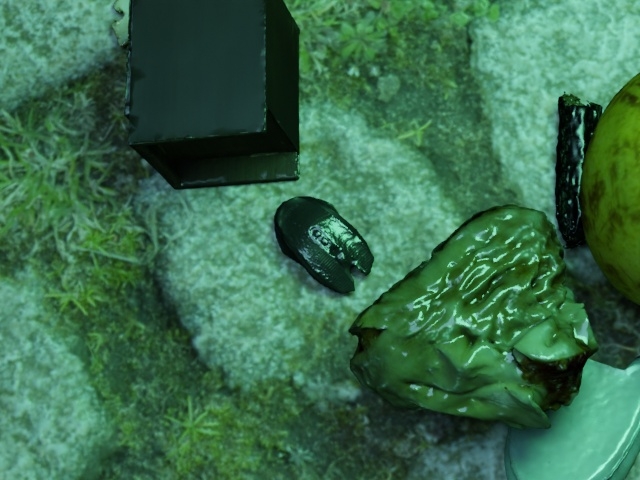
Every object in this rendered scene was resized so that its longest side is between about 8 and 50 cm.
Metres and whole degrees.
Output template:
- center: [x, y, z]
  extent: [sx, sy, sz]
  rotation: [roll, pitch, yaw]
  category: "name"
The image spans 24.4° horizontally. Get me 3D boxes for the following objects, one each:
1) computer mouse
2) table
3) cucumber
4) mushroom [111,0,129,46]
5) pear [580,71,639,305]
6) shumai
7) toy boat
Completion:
- center: [0.000, 0.000, 1.653]
  extent: [0.079, 0.047, 0.135]
  rotation: [-44, 71, -2]
  category: "computer mouse"
- center: [-0.124, -0.176, 1.670]
  extent: [0.172, 0.169, 0.193]
  rotation: [-5, 74, 12]
  category: "table"
- center: [0.279, -0.077, 1.613]
  extent: [0.053, 0.053, 0.181]
  rotation: [2, 76, 13]
  category: "cucumber"
- center: [-0.225, -0.255, 1.796]
  extent: [0.049, 0.019, 0.101]
  rotation: [-23, 67, 4]
  category: "mushroom"
- center: [0.387, -0.050, 1.466]
  extent: [0.281, 0.281, 0.280]
  rotation: [-4, 73, 12]
  category: "pear"
- center: [0.175, 0.101, 1.496]
  extent: [0.256, 0.189, 0.218]
  rotation: [-42, 61, -9]
  category: "shumai"
- center: [0.265, 0.197, 1.529]
  extent: [0.134, 0.079, 0.207]
  rotation: [19, 67, 19]
  category: "toy boat"
